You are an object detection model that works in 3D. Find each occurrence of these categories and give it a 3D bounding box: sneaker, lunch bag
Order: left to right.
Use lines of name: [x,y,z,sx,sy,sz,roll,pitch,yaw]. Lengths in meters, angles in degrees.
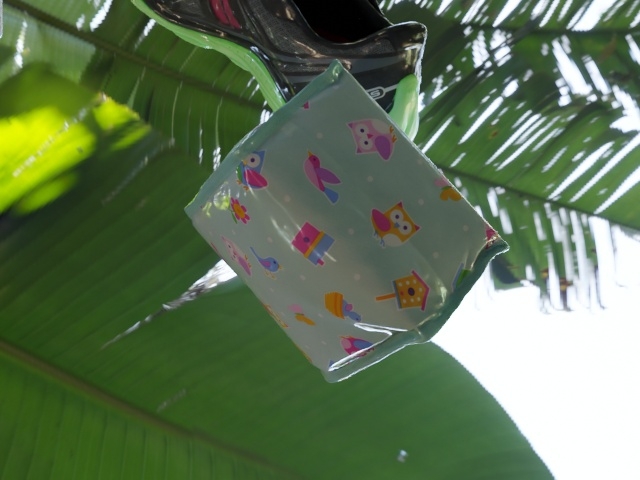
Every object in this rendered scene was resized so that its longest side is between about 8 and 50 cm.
sneaker: [-0.054,-0.287,1.142,0.483,0.202,0.185,40,-138,23]
lunch bag: [0.000,0.000,0.905,0.223,0.262,0.160,46,-117,-4]

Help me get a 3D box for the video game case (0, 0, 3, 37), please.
video game case: [-0.315,-0.279,0.712,0.036,0.300,0.329,2,-93,-49]
